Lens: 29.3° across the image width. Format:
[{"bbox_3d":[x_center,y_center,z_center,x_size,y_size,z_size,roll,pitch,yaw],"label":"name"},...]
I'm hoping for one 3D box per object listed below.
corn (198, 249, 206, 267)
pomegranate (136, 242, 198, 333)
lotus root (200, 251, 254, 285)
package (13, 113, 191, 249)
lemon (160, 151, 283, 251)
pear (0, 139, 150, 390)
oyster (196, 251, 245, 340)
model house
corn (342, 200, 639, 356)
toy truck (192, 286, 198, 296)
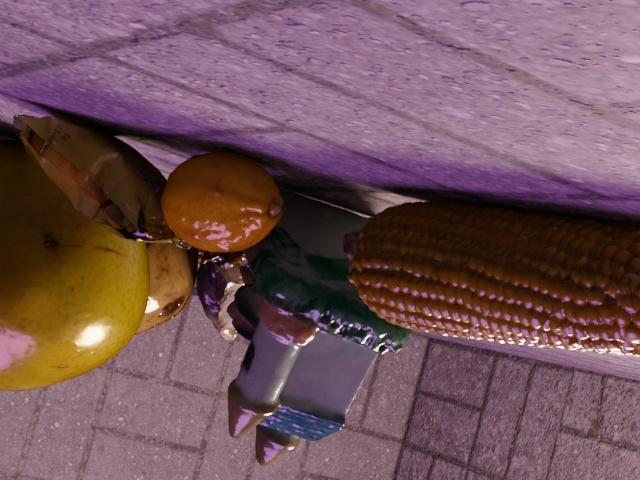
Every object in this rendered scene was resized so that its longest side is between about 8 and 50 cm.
[{"bbox_3d":[-0.134,0.024,2.193,0.293,0.106,0.106,16,176,31],"label":"corn"},{"bbox_3d":[-0.347,0.039,2.094,0.281,0.281,0.281,15,175,1],"label":"pomegranate"},{"bbox_3d":[-0.038,0.024,1.690,0.278,0.154,0.154,17,174,-27],"label":"lotus root"},{"bbox_3d":[-0.245,-0.068,1.418,0.226,0.090,0.168,39,-174,16],"label":"package"},{"bbox_3d":[-0.106,-0.042,1.346,0.155,0.114,0.114,2,167,40],"label":"lemon"},{"bbox_3d":[-0.438,0.037,1.773,0.362,0.362,0.418,10,163,42],"label":"pear"},{"bbox_3d":[-0.144,0.058,2.040,0.110,0.166,0.341,-4,166,-19],"label":"oyster"},{"bbox_3d":[-0.049,0.137,1.488,0.194,0.325,0.267,17,-157,-17],"label":"model house"},{"bbox_3d":[0.187,0.036,1.209,0.387,0.144,0.144,7,170,42],"label":"corn"},{"bbox_3d":[-0.156,0.061,2.434,0.162,0.136,0.305,8,177,1],"label":"toy truck"}]
